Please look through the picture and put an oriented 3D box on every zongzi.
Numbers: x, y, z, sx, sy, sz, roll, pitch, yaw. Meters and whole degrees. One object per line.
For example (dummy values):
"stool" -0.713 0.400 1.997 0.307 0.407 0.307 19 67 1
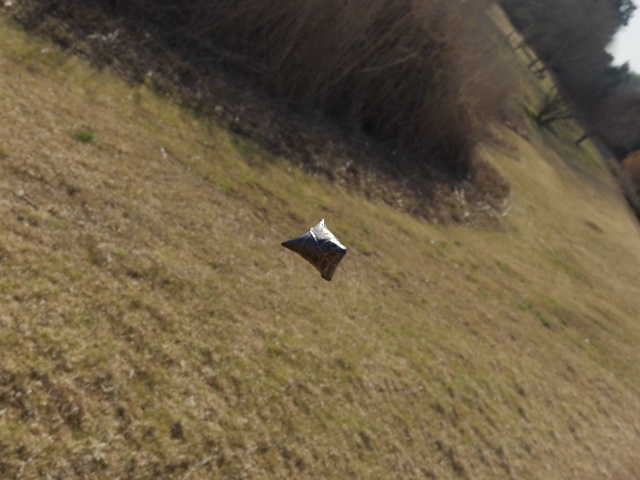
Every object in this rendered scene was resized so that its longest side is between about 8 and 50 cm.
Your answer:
"zongzi" 0.000 0.000 0.899 0.083 0.067 0.073 30 51 7
